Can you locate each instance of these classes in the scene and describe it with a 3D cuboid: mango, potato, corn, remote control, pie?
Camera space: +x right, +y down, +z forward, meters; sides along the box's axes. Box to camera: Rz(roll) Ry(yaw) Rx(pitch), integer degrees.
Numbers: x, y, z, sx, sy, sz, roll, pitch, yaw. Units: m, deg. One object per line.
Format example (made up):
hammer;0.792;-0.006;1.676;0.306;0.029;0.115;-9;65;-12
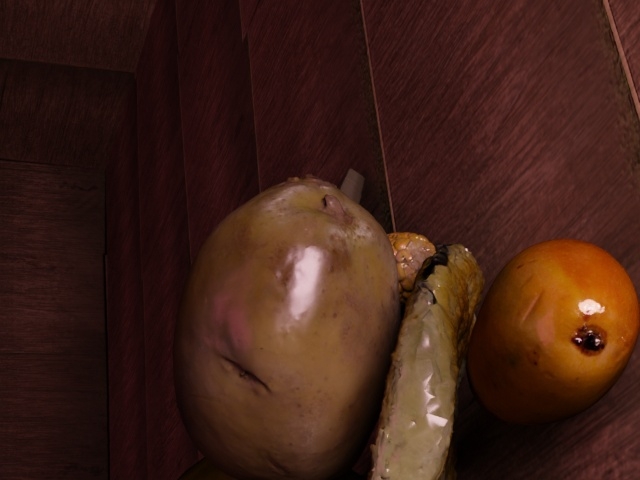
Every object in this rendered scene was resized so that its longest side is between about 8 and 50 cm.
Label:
mango;0.180;0.077;0.963;0.253;0.113;0.138;114;163;-69
potato;-0.034;0.104;1.171;0.326;0.221;0.243;101;-172;-47
corn;0.056;0.059;1.341;0.291;0.101;0.101;139;132;-67
remote control;0.000;0.000;1.431;0.123;0.038;0.285;-57;5;22
pie;0.091;0.186;1.109;0.296;0.078;0.371;-9;-71;-81

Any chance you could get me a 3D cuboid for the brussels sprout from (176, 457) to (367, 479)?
brussels sprout;-0.063;0.371;1.342;0.268;0.344;0.344;55;173;-20
